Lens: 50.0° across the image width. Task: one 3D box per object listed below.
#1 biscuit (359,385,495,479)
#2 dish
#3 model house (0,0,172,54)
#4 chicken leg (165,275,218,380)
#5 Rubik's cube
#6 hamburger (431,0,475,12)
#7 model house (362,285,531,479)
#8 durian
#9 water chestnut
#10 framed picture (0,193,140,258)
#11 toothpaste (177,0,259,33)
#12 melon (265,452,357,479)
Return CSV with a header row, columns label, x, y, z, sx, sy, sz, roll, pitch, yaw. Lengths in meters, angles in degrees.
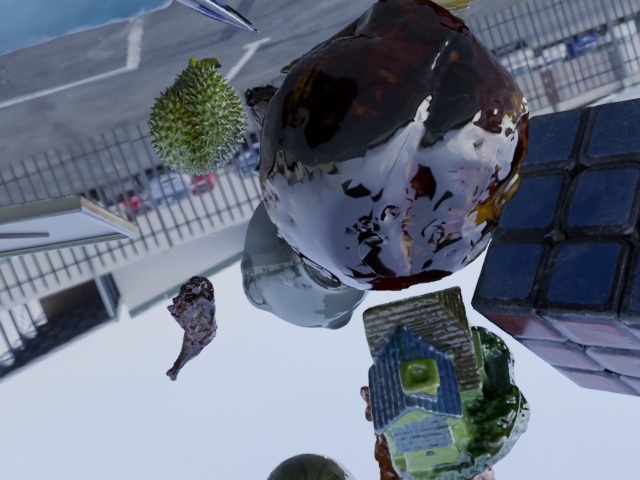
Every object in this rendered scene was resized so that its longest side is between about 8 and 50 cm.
label,x,y,z,sx,sy,sz,roll,pitch,yaw
biscuit,0.242,0.407,1.536,0.312,0.318,0.110,1,154,-36
dish,0.000,0.000,0.884,0.224,0.246,0.078,-23,-175,-26
model house,-0.249,-0.344,0.451,0.360,0.339,0.297,-35,174,-38
chicken leg,-0.235,0.161,1.253,0.093,0.205,0.053,-1,-167,-16
Rubik's cube,0.426,0.019,0.870,0.305,0.303,0.301,1,-117,50
hamburger,0.149,-0.433,0.858,0.302,0.186,0.261,-26,153,16
model house,0.148,0.170,0.863,0.195,0.189,0.214,-13,-135,17
durian,-0.204,-0.202,1.157,0.198,0.159,0.146,-59,169,16
water chestnut,0.058,-0.089,0.684,0.289,0.289,0.244,-20,-134,-3
framed picture,-0.350,-0.005,0.786,0.232,0.024,0.315,-10,178,-6
toothpaste,-0.136,-0.270,0.769,0.045,0.028,0.170,24,-175,36
melon,-0.020,0.596,1.528,0.237,0.237,0.302,-21,154,-10
